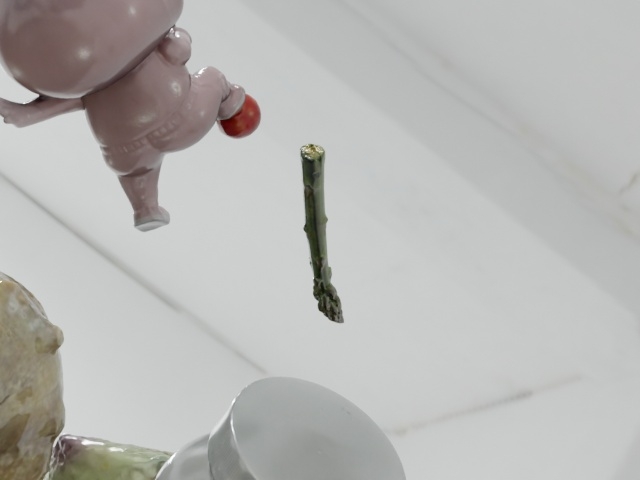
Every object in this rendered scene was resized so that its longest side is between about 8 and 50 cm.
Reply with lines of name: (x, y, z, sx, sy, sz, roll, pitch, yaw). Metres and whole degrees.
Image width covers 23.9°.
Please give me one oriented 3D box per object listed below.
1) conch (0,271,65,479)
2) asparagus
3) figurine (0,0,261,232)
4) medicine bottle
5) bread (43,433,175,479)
conch: (-0.340, 0.094, 0.989, 0.297, 0.210, 0.352, 44, -37, -21)
asparagus: (0.000, 0.000, 0.770, 0.015, 0.014, 0.114, 10, -48, 18)
figurine: (-0.178, -0.155, 1.304, 0.176, 0.186, 0.287, -26, -54, 20)
medicine bottle: (-0.058, 0.198, 0.852, 0.131, 0.131, 0.250, 35, -59, 1)
bread: (-0.149, 0.310, 1.067, 0.155, 0.338, 0.187, 14, -7, 26)
